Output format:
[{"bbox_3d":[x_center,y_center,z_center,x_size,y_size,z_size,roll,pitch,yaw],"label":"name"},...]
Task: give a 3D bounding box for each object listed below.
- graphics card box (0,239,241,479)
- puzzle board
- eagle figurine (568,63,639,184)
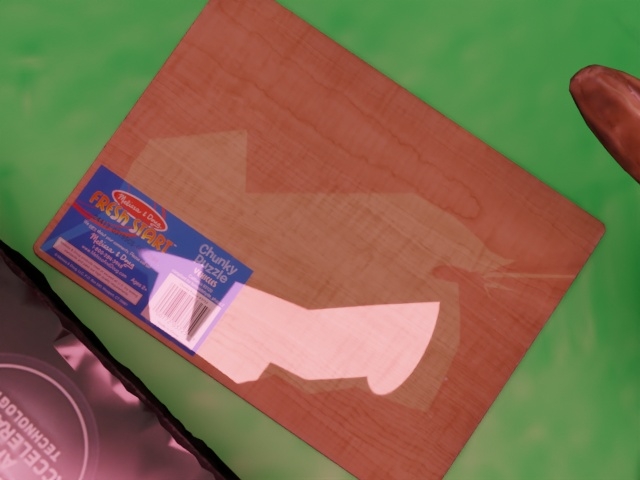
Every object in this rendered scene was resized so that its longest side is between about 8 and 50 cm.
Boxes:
[{"bbox_3d":[-0.204,0.132,0.446,0.371,0.094,0.233,-44,85,-9],"label":"graphics card box"},{"bbox_3d":[0.000,0.000,0.518,0.128,0.011,0.096,34,82,4],"label":"puzzle board"},{"bbox_3d":[0.219,-0.007,0.465,0.298,0.225,0.226,-41,129,-37],"label":"eagle figurine"}]
